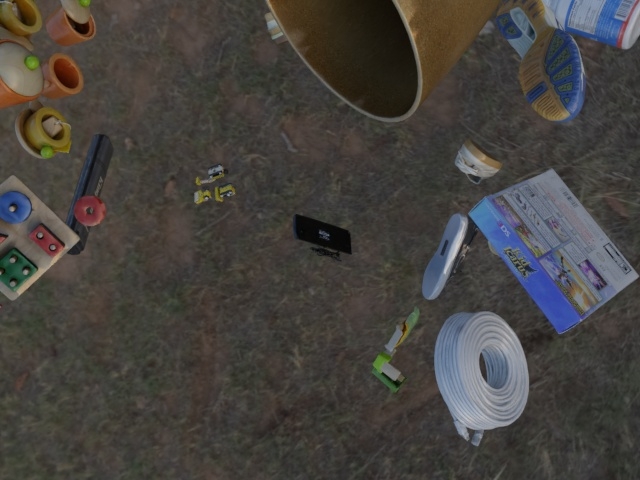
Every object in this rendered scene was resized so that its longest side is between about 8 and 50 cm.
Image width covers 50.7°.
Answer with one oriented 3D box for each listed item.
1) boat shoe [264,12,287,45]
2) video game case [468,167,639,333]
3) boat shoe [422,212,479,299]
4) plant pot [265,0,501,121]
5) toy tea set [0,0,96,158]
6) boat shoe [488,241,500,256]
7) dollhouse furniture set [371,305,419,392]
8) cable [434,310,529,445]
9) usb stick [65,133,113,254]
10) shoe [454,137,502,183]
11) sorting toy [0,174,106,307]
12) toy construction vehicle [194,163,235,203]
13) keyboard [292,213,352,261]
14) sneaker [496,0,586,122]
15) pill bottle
[{"bbox_3d":[-0.036,-0.429,1.242,0.068,0.190,0.072,-14,115,41],"label":"boat shoe"},{"bbox_3d":[0.437,0.010,1.259,0.269,0.244,0.061,56,137,15],"label":"video game case"},{"bbox_3d":[0.321,0.044,1.640,0.080,0.076,0.228,-133,59,-64],"label":"boat shoe"},{"bbox_3d":[0.101,-0.287,0.670,0.254,0.237,0.237,-40,69,-14],"label":"plant pot"},{"bbox_3d":[-0.445,-0.309,1.102,0.124,0.200,0.336,-16,57,26],"label":"toy tea set"},{"bbox_3d":[0.464,-0.002,1.643,0.084,0.233,0.079,-10,68,32],"label":"boat shoe"},{"bbox_3d":[0.144,0.196,1.176,0.058,0.076,0.152,37,128,16],"label":"dollhouse furniture set"},{"bbox_3d":[0.355,0.282,1.484,0.089,0.257,0.257,-22,102,48],"label":"cable"},{"bbox_3d":[-0.486,-0.102,1.413,0.045,0.077,0.278,9,58,-6],"label":"usb stick"},{"bbox_3d":[0.289,-0.137,1.239,0.076,0.219,0.058,40,102,14],"label":"shoe"},{"bbox_3d":[-0.447,0.005,0.963,0.274,0.046,0.132,-44,107,-8],"label":"sorting toy"},{"bbox_3d":[-0.234,-0.120,1.501,0.098,0.035,0.086,-20,61,19],"label":"toy construction vehicle"},{"bbox_3d":[0.000,0.000,1.785,0.038,0.192,0.100,-30,52,45],"label":"keyboard"},{"bbox_3d":[0.419,-0.322,1.206,0.112,0.131,0.296,-32,50,35],"label":"sneaker"},{"bbox_3d":[0.601,-0.515,1.497,0.221,0.124,0.124,30,106,27],"label":"pill bottle"}]
